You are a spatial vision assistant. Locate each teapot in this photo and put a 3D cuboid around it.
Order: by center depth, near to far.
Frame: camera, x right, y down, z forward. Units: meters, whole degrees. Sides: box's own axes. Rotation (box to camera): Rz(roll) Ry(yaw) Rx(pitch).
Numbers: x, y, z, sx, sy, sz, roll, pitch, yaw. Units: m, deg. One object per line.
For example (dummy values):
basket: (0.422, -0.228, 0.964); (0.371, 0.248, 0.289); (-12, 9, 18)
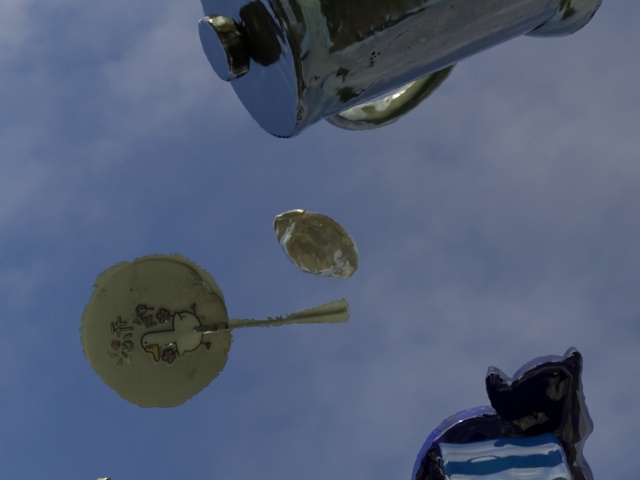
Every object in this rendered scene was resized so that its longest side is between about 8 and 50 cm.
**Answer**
teapot: (0.056, -0.204, 0.860); (0.200, 0.337, 0.270); (55, -21, 29)

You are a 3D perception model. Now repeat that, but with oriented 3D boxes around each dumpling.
dumpling: (-0.001, 0.000, 0.810); (0.077, 0.043, 0.059); (52, -49, 9)

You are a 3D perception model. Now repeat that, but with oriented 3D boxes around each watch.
watch: (0.156, 0.222, 0.776); (0.171, 0.200, 0.196); (-14, -72, 8)

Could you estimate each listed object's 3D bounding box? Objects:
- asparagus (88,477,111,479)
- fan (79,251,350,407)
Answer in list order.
asparagus: (-0.254, 0.372, 1.212); (0.041, 0.045, 0.178); (7, -66, 51)
fan: (-0.160, 0.129, 1.425); (0.415, 0.012, 0.232); (-4, -93, 9)
